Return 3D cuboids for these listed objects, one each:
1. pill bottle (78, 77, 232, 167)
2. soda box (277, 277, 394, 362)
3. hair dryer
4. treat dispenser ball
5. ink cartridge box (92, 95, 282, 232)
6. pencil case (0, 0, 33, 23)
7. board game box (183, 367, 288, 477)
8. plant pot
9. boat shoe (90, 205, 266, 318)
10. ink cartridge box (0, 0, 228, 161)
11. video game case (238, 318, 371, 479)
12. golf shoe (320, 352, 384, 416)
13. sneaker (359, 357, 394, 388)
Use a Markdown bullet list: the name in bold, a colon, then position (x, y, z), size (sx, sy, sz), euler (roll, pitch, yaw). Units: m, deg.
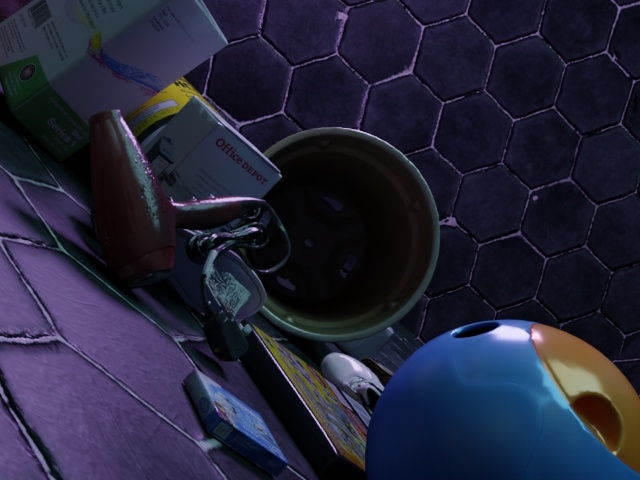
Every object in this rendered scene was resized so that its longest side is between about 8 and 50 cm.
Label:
- **pill bottle**: position (-0.249, -0.155, 1.605), size (0.188, 0.188, 0.334), euler (39, 5, -47)
- **soda box**: position (0.007, 0.108, 2.133), size (0.286, 0.091, 0.098), euler (43, 2, 1)
- **hair dryer**: position (-0.162, -0.021, 1.248), size (0.293, 0.080, 0.223), euler (51, 34, -25)
- **treat dispenser ball**: position (0.188, 0.223, 1.127), size (0.288, 0.288, 0.288), euler (43, 3, -3)
- **ink cartridge box**: position (-0.165, -0.063, 1.417), size (0.139, 0.191, 0.082), euler (40, 5, -46)
- **pencil case**: position (-0.476, -0.384, 2.116), size (0.386, 0.160, 0.167), euler (35, 38, -72)
- **board game box**: position (-0.078, 0.166, 1.033), size (0.090, 0.020, 0.090), euler (41, 3, -31)
- **plant pot**: position (0.000, 0.000, 1.884), size (0.334, 0.334, 0.305), euler (43, -8, -4)
- **boat shoe**: position (-0.168, 0.012, 1.344), size (0.254, 0.095, 0.079), euler (30, 21, -33)
- **ink cartridge box**: position (-0.287, -0.268, 1.502), size (0.117, 0.278, 0.201), euler (52, 5, -45)
- **video game case**: position (0.026, 0.230, 1.335), size (0.248, 0.035, 0.275), euler (41, 5, -38)
- **golf shoe**: position (0.063, 0.207, 1.558), size (0.176, 0.069, 0.086), euler (43, -19, 29)
- **sneaker**: position (0.135, 0.265, 1.871), size (0.086, 0.064, 0.192), euler (34, 5, -38)
